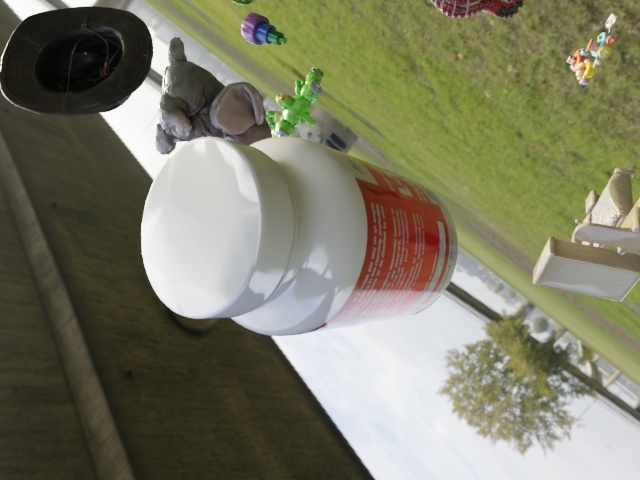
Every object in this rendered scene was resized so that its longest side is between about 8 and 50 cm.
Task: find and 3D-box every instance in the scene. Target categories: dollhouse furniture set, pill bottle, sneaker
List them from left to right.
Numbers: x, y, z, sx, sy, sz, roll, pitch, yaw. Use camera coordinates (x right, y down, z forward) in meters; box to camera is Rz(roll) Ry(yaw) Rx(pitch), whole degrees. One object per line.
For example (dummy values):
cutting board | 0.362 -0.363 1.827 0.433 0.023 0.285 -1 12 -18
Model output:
pill bottle | 0.000 0.000 0.614 0.229 0.229 0.408 43 -160 30
sneaker | 0.292 -0.489 0.944 0.226 0.088 0.092 -4 -135 -27
dollhouse furniture set | 0.582 -0.067 1.052 0.174 0.355 0.303 12 144 13

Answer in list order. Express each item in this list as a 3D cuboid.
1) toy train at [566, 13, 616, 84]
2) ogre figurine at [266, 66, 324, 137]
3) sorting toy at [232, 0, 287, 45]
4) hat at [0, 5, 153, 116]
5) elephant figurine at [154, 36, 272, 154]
toy train | 0.629 -0.445 1.138 0.046 0.125 0.166 10 159 2
ogre figurine | -0.052 -0.286 1.045 0.096 0.197 0.118 54 -178 -21
sorting toy | -0.114 -0.554 0.978 0.126 0.127 0.365 30 151 19
hat | -0.526 -0.377 1.089 0.331 0.331 0.134 40 165 13
elephant figurine | -0.157 -0.206 0.846 0.240 0.186 0.169 8 -133 -16
